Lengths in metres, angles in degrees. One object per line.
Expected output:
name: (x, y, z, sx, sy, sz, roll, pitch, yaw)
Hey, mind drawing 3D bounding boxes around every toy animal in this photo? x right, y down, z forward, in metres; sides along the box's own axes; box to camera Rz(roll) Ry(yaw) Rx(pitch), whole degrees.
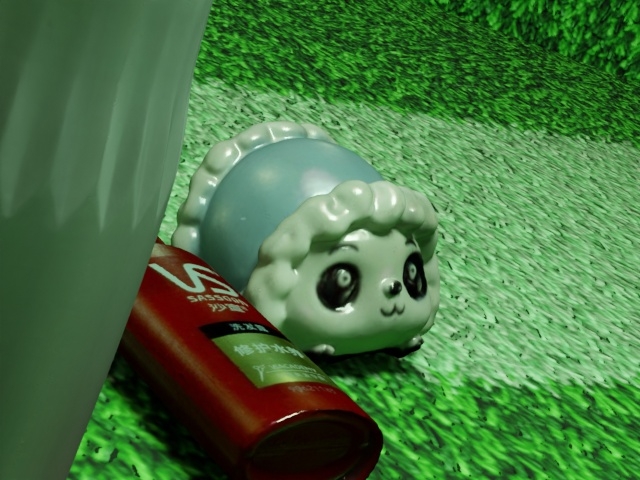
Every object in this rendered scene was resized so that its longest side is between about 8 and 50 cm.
toy animal: (0.000, 0.000, 1.259, 0.208, 0.156, 0.204, -2, 24, -39)

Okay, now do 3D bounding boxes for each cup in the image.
cup: (-0.208, 0.007, 0.737, 0.253, 0.372, 0.253, 24, 14, -6)

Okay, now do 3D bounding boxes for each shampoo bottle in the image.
shampoo bottle: (-0.085, 0.072, 1.095, 0.118, 0.076, 0.314, 1, 26, -36)
